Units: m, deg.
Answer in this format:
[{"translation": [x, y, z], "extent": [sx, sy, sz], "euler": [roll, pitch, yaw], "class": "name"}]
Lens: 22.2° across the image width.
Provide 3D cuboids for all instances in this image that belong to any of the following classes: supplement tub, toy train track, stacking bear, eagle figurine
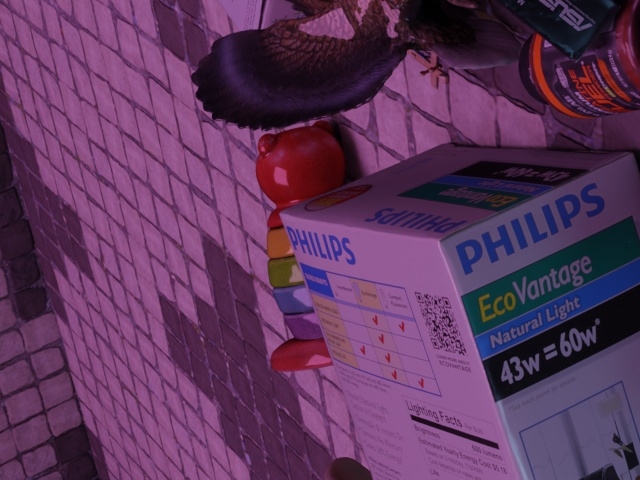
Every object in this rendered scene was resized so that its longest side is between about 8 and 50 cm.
[{"translation": [0.246, -0.158, 1.373], "extent": [0.198, 0.106, 0.106], "euler": [-5, 108, 67], "class": "supplement tub"}, {"translation": [0.108, -0.190, 1.754], "extent": [0.083, 0.014, 0.048], "euler": [45, 150, 40], "class": "toy train track"}, {"translation": [0.000, 0.000, 2.012], "extent": [0.164, 0.175, 0.289], "euler": [-6, 100, 68], "class": "stacking bear"}, {"translation": [0.039, -0.222, 1.621], "extent": [0.298, 0.226, 0.225], "euler": [-42, 43, 47], "class": "eagle figurine"}]

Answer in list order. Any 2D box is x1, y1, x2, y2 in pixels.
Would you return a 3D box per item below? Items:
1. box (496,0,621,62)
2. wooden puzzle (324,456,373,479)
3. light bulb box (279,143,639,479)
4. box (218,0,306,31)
[{"translation": [0.101, -0.269, 1.326], "extent": [0.270, 0.060, 0.216], "euler": [34, -167, -20], "class": "box"}, {"translation": [0.147, 0.412, 1.811], "extent": [0.322, 0.080, 0.348], "euler": [38, -174, -19], "class": "wooden puzzle"}, {"translation": [0.175, 0.107, 1.635], "extent": [0.358, 0.225, 0.361], "euler": [11, 122, 64], "class": "light bulb box"}, {"translation": [-0.066, -0.380, 1.793], "extent": [0.231, 0.127, 0.262], "euler": [55, 155, 22], "class": "box"}]
